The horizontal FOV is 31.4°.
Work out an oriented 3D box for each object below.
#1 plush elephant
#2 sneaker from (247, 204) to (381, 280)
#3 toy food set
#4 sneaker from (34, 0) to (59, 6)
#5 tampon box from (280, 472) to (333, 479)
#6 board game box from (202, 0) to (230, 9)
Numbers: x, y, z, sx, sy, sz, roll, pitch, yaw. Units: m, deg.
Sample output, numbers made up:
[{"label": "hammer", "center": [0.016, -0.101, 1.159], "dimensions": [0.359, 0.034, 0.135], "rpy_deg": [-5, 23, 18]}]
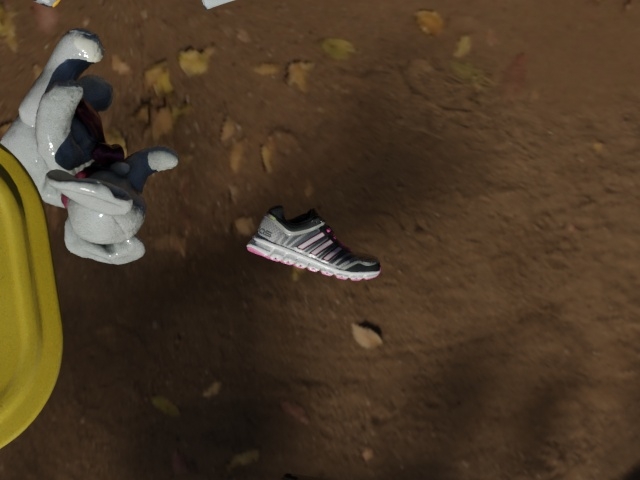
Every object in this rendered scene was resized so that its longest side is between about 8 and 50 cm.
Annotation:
[{"label": "plush elephant", "center": [-0.342, -0.108, 1.711], "dimensions": [0.255, 0.272, 0.330], "rpy_deg": [33, 70, 2]}, {"label": "sneaker", "center": [0.000, 0.000, 1.386], "dimensions": [0.170, 0.063, 0.075], "rpy_deg": [15, 92, -14]}, {"label": "toy food set", "center": [-0.202, 0.049, 0.600], "dimensions": [0.128, 0.071, 0.218], "rpy_deg": [-7, 82, -14]}, {"label": "sneaker", "center": [-0.411, -0.419, 1.680], "dimensions": [0.083, 0.215, 0.084], "rpy_deg": [34, 129, -30]}, {"label": "tampon box", "center": [0.006, 0.208, 0.533], "dimensions": [0.101, 0.161, 0.120], "rpy_deg": [5, 113, 19]}, {"label": "board game box", "center": [-0.203, -0.555, 1.797], "dimensions": [0.097, 0.224, 0.303], "rpy_deg": [-18, 70, 2]}]
